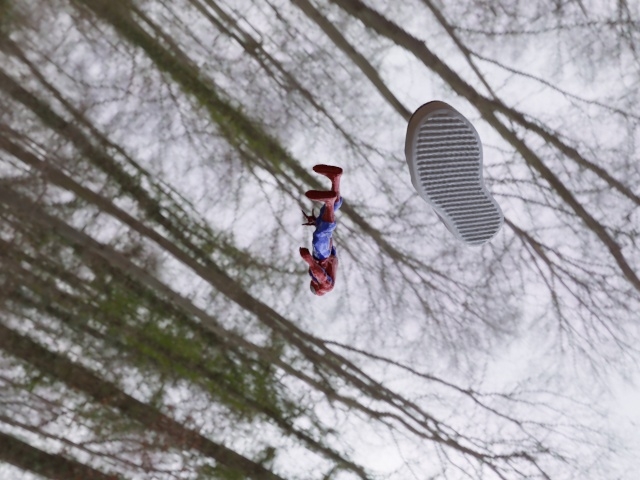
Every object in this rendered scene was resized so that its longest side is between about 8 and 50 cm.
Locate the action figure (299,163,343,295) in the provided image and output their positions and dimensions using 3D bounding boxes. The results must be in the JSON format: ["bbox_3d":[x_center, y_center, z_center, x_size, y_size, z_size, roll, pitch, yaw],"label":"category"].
[{"bbox_3d":[0.000,0.000,0.609,0.030,0.115,0.038,4,-132,5],"label":"action figure"}]

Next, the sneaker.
[{"bbox_3d":[0.154,-0.116,1.259,0.102,0.282,0.161,-30,-129,0],"label":"sneaker"}]
